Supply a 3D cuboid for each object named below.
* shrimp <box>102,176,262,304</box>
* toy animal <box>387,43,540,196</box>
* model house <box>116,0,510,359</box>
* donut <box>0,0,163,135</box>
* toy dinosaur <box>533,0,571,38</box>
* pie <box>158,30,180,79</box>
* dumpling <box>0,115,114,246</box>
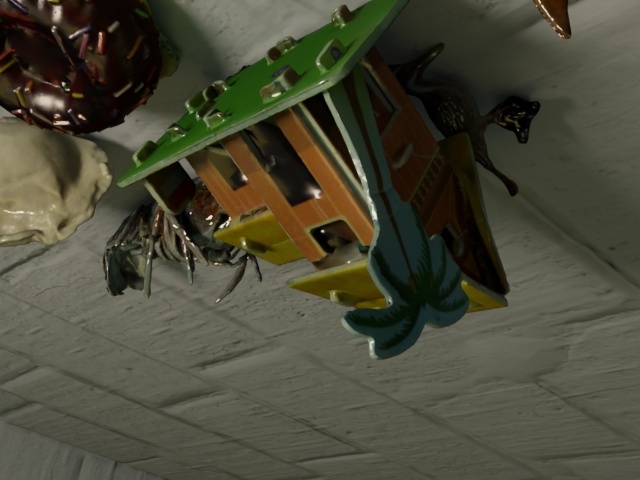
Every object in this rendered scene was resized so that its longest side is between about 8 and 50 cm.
[{"bbox_3d":[-0.190,-0.003,1.165,0.221,0.166,0.410,-8,-176,-41],"label":"shrimp"},{"bbox_3d":[0.145,-0.133,0.889,0.202,0.070,0.105,28,104,-13],"label":"toy animal"},{"bbox_3d":[0.000,0.000,0.813,0.300,0.340,0.324,-19,117,39],"label":"model house"},{"bbox_3d":[-0.279,-0.200,0.880,0.234,0.089,0.235,12,143,9],"label":"donut"},{"bbox_3d":[0.194,-0.301,0.531,0.206,0.113,0.327,24,147,-21],"label":"toy dinosaur"},{"bbox_3d":[-0.195,-0.207,0.927,0.084,0.020,0.084,10,149,6],"label":"pie"},{"bbox_3d":[-0.395,-0.063,1.077,0.257,0.193,0.147,8,147,12],"label":"dumpling"}]
